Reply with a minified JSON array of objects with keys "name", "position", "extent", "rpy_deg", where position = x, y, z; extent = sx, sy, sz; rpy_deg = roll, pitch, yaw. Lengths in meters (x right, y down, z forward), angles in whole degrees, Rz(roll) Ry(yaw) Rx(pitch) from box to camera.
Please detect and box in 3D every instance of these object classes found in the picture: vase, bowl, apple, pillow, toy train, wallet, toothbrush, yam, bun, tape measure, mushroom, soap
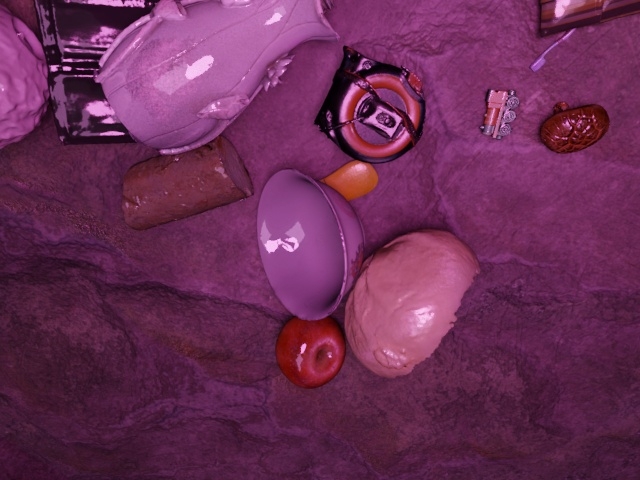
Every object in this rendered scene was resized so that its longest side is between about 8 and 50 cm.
[{"name":"vase","position":[-0.186,-0.361,0.800],"extent":[0.446,0.250,0.249],"rpy_deg":[-27,110,12]},{"name":"bowl","position":[0.000,0.000,0.973],"extent":[0.157,0.346,0.345],"rpy_deg":[-12,125,-37]},{"name":"apple","position":[-0.029,0.291,1.134],"extent":[0.162,0.201,0.201],"rpy_deg":[4,129,57]},{"name":"pillow","position":[0.496,-0.496,0.744],"extent":[0.208,0.052,0.212],"rpy_deg":[-9,109,14]},{"name":"toy train","position":[0.376,-0.266,0.884],"extent":[0.064,0.044,0.103],"rpy_deg":[8,115,7]},{"name":"wallet","position":[-0.451,-0.368,0.891],"extent":[0.247,0.041,0.322],"rpy_deg":[-6,112,-18]},{"name":"toothbrush","position":[0.492,-0.409,0.812],"extent":[0.019,0.013,0.193],"rpy_deg":[37,116,-18]},{"name":"yam","position":[-0.321,-0.131,0.980],"extent":[0.305,0.168,0.167],"rpy_deg":[-14,114,14]},{"name":"bun","position":[0.176,0.119,0.952],"extent":[0.202,0.364,0.364],"rpy_deg":[34,116,3]},{"name":"tape measure","position":[0.108,-0.265,0.869],"extent":[0.223,0.135,0.202],"rpy_deg":[24,108,-10]},{"name":"mushroom","position":[0.520,-0.229,0.859],"extent":[0.126,0.085,0.109],"rpy_deg":[-17,114,21]},{"name":"soap","position":[0.055,-0.129,1.000],"extent":[0.169,0.033,0.089],"rpy_deg":[-28,110,21]}]

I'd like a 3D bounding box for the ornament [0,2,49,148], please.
[{"name":"ornament","position":[-0.722,-0.345,0.835],"extent":[0.338,0.337,0.336],"rpy_deg":[3,117,6]}]
